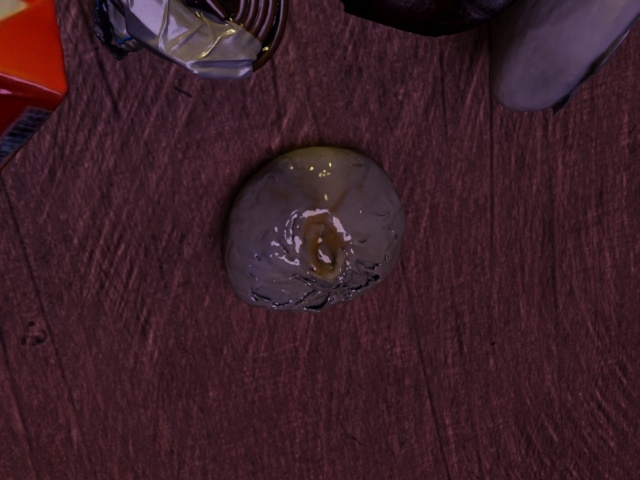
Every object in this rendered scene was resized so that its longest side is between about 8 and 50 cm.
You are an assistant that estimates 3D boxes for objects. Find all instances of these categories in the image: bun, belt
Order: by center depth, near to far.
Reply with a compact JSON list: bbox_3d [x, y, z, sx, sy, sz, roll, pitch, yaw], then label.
[{"bbox_3d":[-0.171,-0.350,1.523,0.217,0.122,0.338,-37,114,-11],"label":"belt"},{"bbox_3d":[0.000,0.000,1.873,0.287,0.146,0.287,-11,123,-18],"label":"bun"}]

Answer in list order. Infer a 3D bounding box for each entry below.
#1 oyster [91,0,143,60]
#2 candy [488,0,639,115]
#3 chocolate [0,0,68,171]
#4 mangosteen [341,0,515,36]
[{"bbox_3d":[-0.197,-0.342,1.628,0.198,0.092,0.259,19,99,-29],"label":"oyster"},{"bbox_3d":[0.362,-0.354,1.684,0.186,0.386,0.427,34,114,1],"label":"candy"},{"bbox_3d":[-0.508,-0.196,1.464,0.341,0.161,0.360,16,150,-29],"label":"chocolate"},{"bbox_3d":[0.123,-0.418,1.495,0.381,0.421,0.381,0,115,0],"label":"mangosteen"}]
